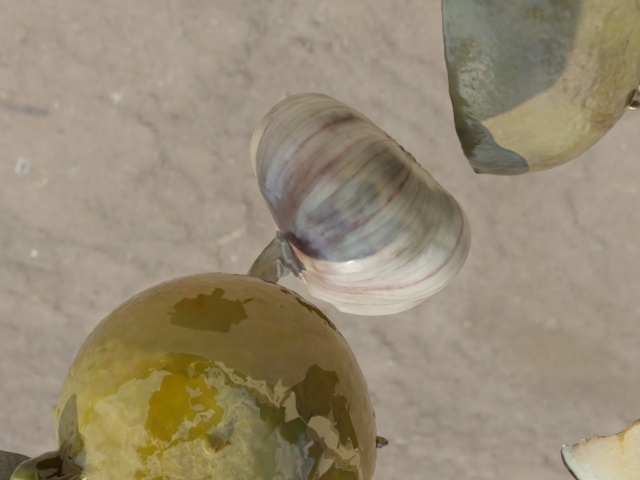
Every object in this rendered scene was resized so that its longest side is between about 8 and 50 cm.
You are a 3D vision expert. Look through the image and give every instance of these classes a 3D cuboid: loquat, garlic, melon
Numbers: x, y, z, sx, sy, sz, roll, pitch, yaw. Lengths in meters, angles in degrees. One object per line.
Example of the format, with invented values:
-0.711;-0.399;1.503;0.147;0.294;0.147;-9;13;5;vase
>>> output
-0.063;0.105;0.801;0.205;0.172;0.149;-15;-169;-25;loquat
0.000;0.000;1.488;0.245;0.253;0.245;41;165;13;garlic
0.368;0.281;1.909;0.054;0.098;0.182;-20;172;-31;melon

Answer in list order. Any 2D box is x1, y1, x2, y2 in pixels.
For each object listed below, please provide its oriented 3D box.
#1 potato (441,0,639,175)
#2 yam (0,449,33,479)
0.223;-0.182;1.422;0.211;0.264;0.189;6;-172;17;potato
-0.236;0.294;1.249;0.154;0.254;0.154;-14;131;-16;yam
